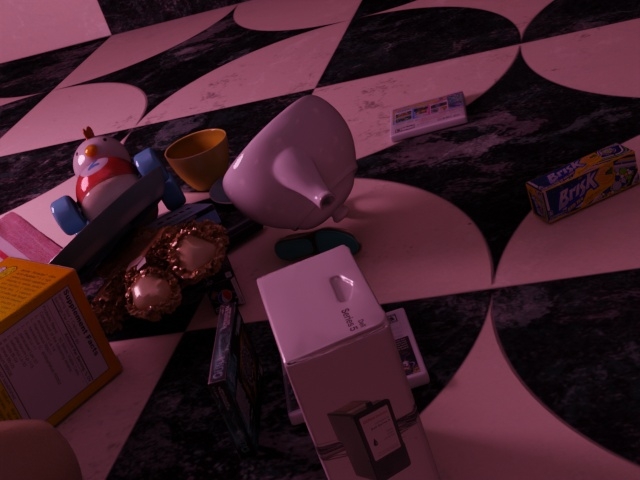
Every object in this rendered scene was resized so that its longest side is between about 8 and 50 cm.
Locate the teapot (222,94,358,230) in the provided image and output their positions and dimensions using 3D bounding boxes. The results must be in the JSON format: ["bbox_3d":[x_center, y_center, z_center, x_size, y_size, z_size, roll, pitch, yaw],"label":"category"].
[{"bbox_3d":[-0.026,-0.104,1.697,0.256,0.187,0.252,-44,-2,-43],"label":"teapot"}]

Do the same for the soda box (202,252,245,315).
[{"bbox_3d":[-0.172,0.056,1.702,0.053,0.060,0.169,-22,28,-4],"label":"soda box"}]

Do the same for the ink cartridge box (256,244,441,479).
[{"bbox_3d":[0.035,0.172,1.113,0.115,0.273,0.198,-21,26,-3],"label":"ink cartridge box"}]

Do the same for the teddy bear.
[{"bbox_3d":[-0.249,0.054,1.606,0.338,0.113,0.245,-13,37,55],"label":"teddy bear"}]

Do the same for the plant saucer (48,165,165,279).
[{"bbox_3d":[-0.375,-0.003,1.746,0.317,0.043,0.317,-43,4,4],"label":"plant saucer"}]

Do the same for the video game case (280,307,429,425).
[{"bbox_3d":[0.041,0.170,1.394,0.190,0.022,0.173,-17,26,2],"label":"video game case"}]

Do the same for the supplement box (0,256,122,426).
[{"bbox_3d":[-0.508,0.204,1.498,0.195,0.194,0.356,8,37,42],"label":"supplement box"}]

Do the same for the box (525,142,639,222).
[{"bbox_3d":[0.412,-0.091,1.596,0.169,0.059,0.054,-24,25,-10],"label":"box"}]

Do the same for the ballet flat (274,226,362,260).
[{"bbox_3d":[0.000,0.000,1.704,0.168,0.057,0.052,-3,21,28],"label":"ballet flat"}]

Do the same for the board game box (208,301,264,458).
[{"bbox_3d":[-0.110,0.182,1.354,0.026,0.126,0.186,-16,26,8],"label":"board game box"}]

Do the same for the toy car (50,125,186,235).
[{"bbox_3d":[-0.421,-0.136,1.976,0.219,0.210,0.238,-31,66,-2],"label":"toy car"}]

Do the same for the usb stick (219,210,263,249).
[{"bbox_3d":[-0.223,0.020,1.823,0.278,0.045,0.077,-32,22,-24],"label":"usb stick"}]

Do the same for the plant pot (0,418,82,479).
[{"bbox_3d":[-0.427,0.326,1.205,0.256,0.256,0.274,2,16,36],"label":"plant pot"}]

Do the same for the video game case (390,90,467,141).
[{"bbox_3d":[0.219,-0.254,2.075,0.157,0.019,0.143,-14,27,12],"label":"video game case"}]

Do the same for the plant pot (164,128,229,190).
[{"bbox_3d":[-0.245,-0.160,2.116,0.134,0.095,0.134,-15,27,8],"label":"plant pot"}]

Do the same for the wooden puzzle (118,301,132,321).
[{"bbox_3d":[-0.348,0.126,1.746,0.083,0.006,0.049,-16,27,6],"label":"wooden puzzle"}]

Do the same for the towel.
[{"bbox_3d":[-0.632,0.081,1.888,0.237,0.037,0.329,30,51,28],"label":"towel"}]

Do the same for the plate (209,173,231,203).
[{"bbox_3d":[-0.131,-0.114,2.036,0.188,0.024,0.188,-16,28,8],"label":"plate"}]

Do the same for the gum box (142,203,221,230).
[{"bbox_3d":[-0.284,-0.017,1.886,0.157,0.041,0.184,-30,13,-19],"label":"gum box"}]
